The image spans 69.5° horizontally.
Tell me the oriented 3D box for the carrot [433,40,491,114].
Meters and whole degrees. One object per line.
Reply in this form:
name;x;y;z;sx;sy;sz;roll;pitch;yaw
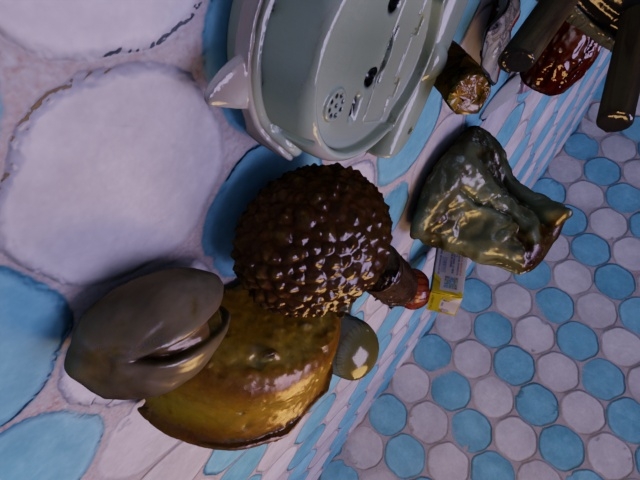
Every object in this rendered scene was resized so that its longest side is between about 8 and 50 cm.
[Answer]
carrot;0.176;-0.231;0.630;0.229;0.068;0.069;-92;-163;-56

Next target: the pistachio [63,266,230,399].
pistachio;-0.169;0.091;0.484;0.185;0.124;0.125;-28;145;-58

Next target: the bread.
bread;-0.074;0.167;0.676;0.340;0.178;0.195;-29;145;-47

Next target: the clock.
clock;0.027;-0.200;0.471;0.324;0.108;0.265;-25;143;-49

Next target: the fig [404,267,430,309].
fig;0.268;0.157;1.416;0.150;0.129;0.128;-32;161;13

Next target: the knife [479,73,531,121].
knife;0.533;-0.416;1.254;0.335;0.043;0.081;-37;145;-32

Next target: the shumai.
shumai;0.434;-0.074;1.160;0.397;0.323;0.324;-11;133;-59

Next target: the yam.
yam;0.161;0.089;1.101;0.131;0.131;0.279;-55;156;-1

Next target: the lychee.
lychee;0.000;0.000;0.587;0.238;0.200;0.200;-11;132;-42

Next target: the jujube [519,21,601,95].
jujube;0.585;-0.484;1.111;0.183;0.183;0.243;-31;154;-44

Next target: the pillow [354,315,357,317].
pillow;0.035;0.237;1.163;0.130;0.033;0.217;-52;157;0

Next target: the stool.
stool;0.486;-0.366;0.702;0.226;0.310;0.310;-68;-169;-18

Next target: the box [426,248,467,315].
box;0.415;0.088;1.494;0.168;0.097;0.265;77;26;-59

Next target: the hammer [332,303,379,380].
hammer;0.044;0.090;0.868;0.113;0.201;0.306;15;88;-38

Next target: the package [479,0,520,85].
package;0.349;-0.410;0.899;0.232;0.040;0.166;-9;119;-65
